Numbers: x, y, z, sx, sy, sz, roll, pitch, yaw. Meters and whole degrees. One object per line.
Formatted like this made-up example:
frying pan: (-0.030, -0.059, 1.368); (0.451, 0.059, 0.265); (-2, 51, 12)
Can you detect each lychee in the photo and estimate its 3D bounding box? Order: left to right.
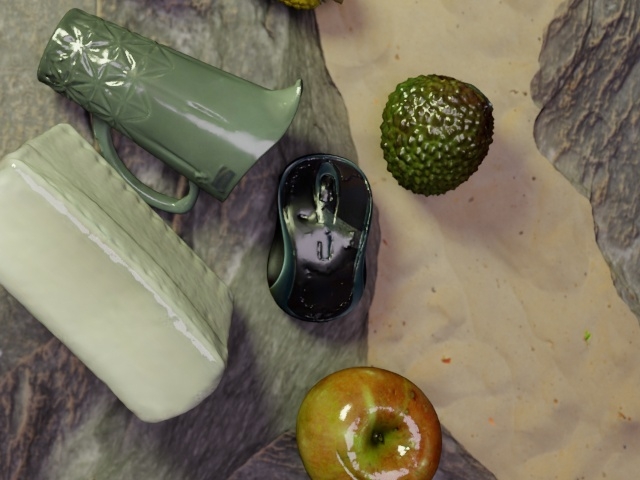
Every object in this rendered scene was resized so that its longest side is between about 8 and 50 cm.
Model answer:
lychee: (0.151, -0.141, 1.332); (0.171, 0.171, 0.171); (-1, 96, -13)

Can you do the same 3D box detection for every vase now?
vase: (-0.204, -0.166, 1.256); (0.301, 0.156, 0.251); (28, 114, -9)

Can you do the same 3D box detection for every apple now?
apple: (0.060, 0.264, 1.338); (0.196, 0.196, 0.195); (-1, 96, -13)

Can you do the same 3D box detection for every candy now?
candy: (-0.265, 0.038, 1.212); (0.145, 0.208, 0.358); (-39, 105, 13)

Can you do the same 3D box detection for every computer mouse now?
computer mouse: (0.000, 0.000, 1.336); (0.137, 0.096, 0.233); (-1, 97, -13)

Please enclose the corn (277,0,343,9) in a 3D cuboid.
corn: (-0.081, -0.378, 1.279); (0.262, 0.097, 0.097); (27, 89, -13)
